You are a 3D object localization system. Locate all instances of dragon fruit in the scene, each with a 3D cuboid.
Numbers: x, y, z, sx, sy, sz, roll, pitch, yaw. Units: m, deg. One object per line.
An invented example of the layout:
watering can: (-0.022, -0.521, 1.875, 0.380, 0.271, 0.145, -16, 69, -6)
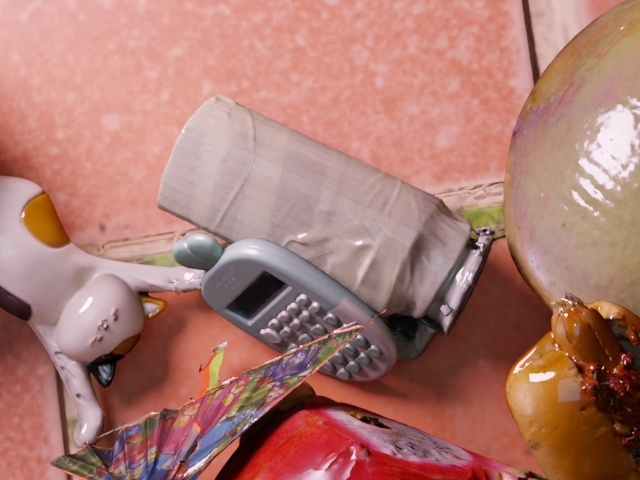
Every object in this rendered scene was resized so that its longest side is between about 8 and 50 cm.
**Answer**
dragon fruit: (0.014, 0.205, 1.121, 0.224, 0.224, 0.227, 28, 99, 7)

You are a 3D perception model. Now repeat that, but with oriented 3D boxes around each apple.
apple: (0.212, -0.056, 1.160, 0.193, 0.120, 0.265, 41, 89, 14)

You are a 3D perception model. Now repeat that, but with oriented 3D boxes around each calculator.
calculator: (-0.021, 0.039, 1.187, 0.153, 0.095, 0.021, 35, 57, -8)

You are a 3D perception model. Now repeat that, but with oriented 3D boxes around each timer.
timer: (-0.209, -0.003, 1.204, 0.266, 0.175, 0.175, 35, 90, -11)

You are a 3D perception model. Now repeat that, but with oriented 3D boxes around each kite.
kite: (-0.065, 0.103, 1.138, 0.241, 0.183, 0.014, -28, 109, 16)

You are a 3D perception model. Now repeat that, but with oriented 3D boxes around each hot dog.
hot dog: (0.187, 0.133, 1.116, 0.102, 0.076, 0.249, -40, 114, -18)

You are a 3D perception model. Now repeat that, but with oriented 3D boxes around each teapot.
teapot: (0.000, 0.000, 1.200, 0.200, 0.077, 0.107, 26, 117, 8)
